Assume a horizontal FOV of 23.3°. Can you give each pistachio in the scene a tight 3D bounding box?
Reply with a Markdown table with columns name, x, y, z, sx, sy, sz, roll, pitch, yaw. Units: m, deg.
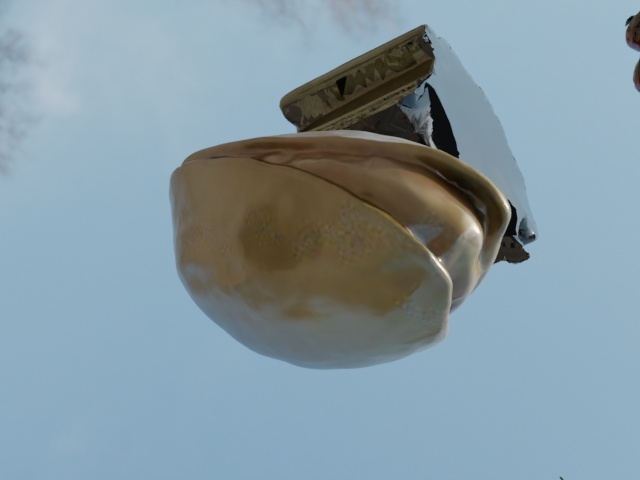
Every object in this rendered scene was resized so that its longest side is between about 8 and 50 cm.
| name | x | y | z | sx | sy | sz | roll | pitch | yaw |
| --- | --- | --- | --- | --- | --- | --- | --- | --- | --- |
| pistachio | 0.000 | 0.000 | 1.075 | 0.162 | 0.181 | 0.293 | -48 | -150 | -23 |

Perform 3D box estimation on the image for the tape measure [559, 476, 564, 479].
| name | x | y | z | sx | sy | sz | roll | pitch | yaw |
| --- | --- | --- | --- | --- | --- | --- | --- | --- | --- |
| tape measure | 0.206 | 0.358 | 1.360 | 0.084 | 0.164 | 0.330 | -14 | -119 | 44 |

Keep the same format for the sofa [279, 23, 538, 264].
| name | x | y | z | sx | sy | sz | roll | pitch | yaw |
| --- | --- | --- | --- | --- | --- | --- | --- | --- | --- |
| sofa | 0.086 | -0.067 | 1.600 | 0.200 | 0.258 | 0.182 | -26 | -162 | 18 |

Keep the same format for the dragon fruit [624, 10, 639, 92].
| name | x | y | z | sx | sy | sz | roll | pitch | yaw |
| --- | --- | --- | --- | --- | --- | --- | --- | --- | --- |
| dragon fruit | 0.428 | -0.184 | 1.620 | 0.198 | 0.218 | 0.272 | 123 | -23 | -53 |
